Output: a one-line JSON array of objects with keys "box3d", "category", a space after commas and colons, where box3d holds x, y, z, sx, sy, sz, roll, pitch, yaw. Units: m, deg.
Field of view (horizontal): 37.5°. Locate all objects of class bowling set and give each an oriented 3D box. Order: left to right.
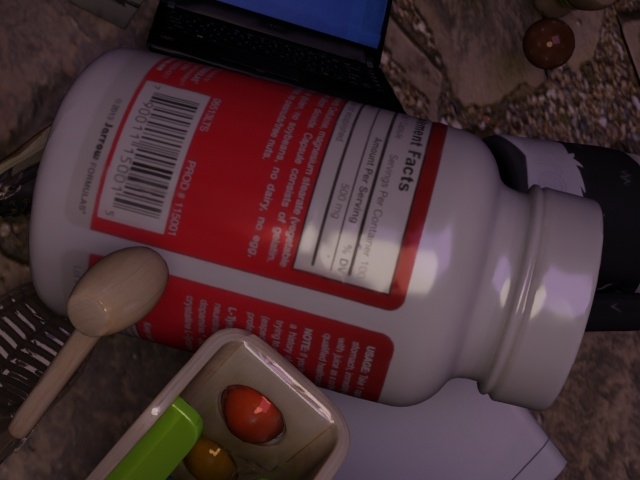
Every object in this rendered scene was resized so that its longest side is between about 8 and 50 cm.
[{"box3d": [0.223, -0.290, 1.019, 0.287, 0.154, 0.200, 15, 95, -19], "category": "bowling set"}]

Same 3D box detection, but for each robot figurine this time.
[{"box3d": [0.231, -0.011, 0.942, 0.278, 0.173, 0.209, 5, 83, -19], "category": "robot figurine"}]

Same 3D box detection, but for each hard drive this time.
[{"box3d": [0.059, 0.155, 0.916, 0.233, 0.047, 0.353, -39, 95, -22], "category": "hard drive"}]

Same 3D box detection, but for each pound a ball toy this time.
[{"box3d": [-0.120, 0.148, 0.705, 0.208, 0.319, 0.136, 42, 41, 1], "category": "pound a ball toy"}]

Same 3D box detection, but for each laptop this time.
[{"box3d": [-0.027, -0.239, 0.889, 0.234, 0.264, 0.136, 14, 113, -12], "category": "laptop"}]

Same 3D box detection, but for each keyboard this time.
[{"box3d": [-0.028, -0.251, 0.972, 0.072, 0.014, 0.256, 15, 76, -12], "category": "keyboard"}]

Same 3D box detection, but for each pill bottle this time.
[{"box3d": [0.000, 0.000, 0.758, 0.407, 0.229, 0.229, 15, 75, 5], "category": "pill bottle"}]

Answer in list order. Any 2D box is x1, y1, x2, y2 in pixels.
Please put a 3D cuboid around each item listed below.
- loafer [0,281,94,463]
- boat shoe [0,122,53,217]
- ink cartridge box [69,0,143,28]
[{"box3d": [-0.286, 0.141, 0.771, 0.102, 0.092, 0.268, 43, 54, -11], "category": "loafer"}, {"box3d": [-0.263, -0.047, 0.825, 0.049, 0.056, 0.152, 45, 69, -3], "category": "boat shoe"}, {"box3d": [-0.168, -0.272, 0.848, 0.063, 0.150, 0.109, 24, 74, -19], "category": "ink cartridge box"}]
